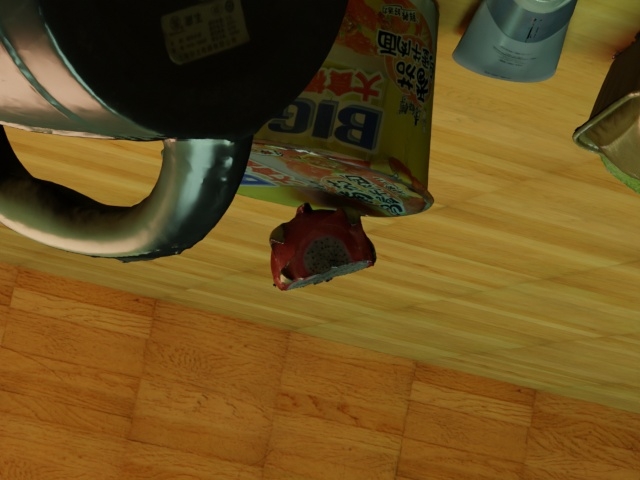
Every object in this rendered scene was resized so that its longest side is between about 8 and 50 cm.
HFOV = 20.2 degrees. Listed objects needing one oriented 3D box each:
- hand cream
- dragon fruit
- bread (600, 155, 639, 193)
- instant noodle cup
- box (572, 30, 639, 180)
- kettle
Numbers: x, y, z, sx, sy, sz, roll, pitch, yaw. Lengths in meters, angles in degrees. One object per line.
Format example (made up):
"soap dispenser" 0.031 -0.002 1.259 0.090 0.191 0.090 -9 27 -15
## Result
"hand cream" 0.141 -0.151 1.257 0.079 0.048 0.255 16 172 2
"dragon fruit" 0.000 0.000 1.353 0.083 0.060 0.056 -14 167 -8
"bread" 0.378 -0.052 1.544 0.301 0.045 0.301 12 170 2
"instant noodle cup" 0.000 -0.111 1.324 0.205 0.153 0.205 12 169 2
"box" 0.250 -0.093 1.291 0.111 0.111 0.177 12 167 -7
"kettle" -0.161 -0.135 1.019 0.324 0.321 0.228 7 -149 44
